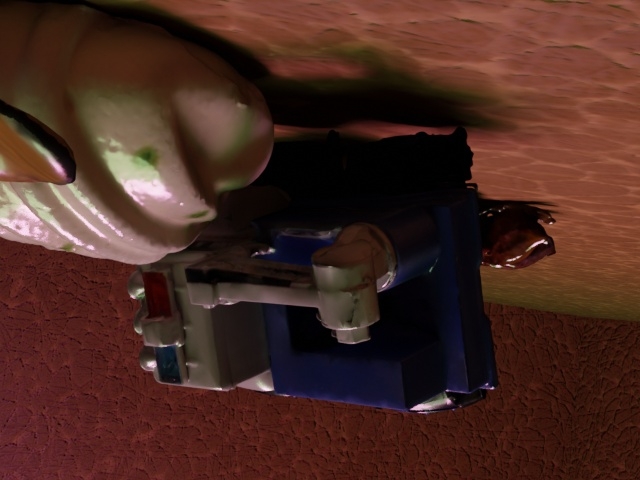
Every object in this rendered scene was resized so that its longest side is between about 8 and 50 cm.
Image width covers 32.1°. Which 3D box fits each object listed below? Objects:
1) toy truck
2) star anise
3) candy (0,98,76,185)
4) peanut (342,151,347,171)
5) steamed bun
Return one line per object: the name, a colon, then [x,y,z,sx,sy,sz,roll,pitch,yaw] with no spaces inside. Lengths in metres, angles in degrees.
toy truck: [-0.010,0.029,0.615,0.213,0.161,0.177,0,-167,39]
star anise: [0.127,-0.005,0.965,0.167,0.057,0.168,7,175,1]
candy: [-0.198,-0.062,0.413,0.271,0.101,0.143,0,144,50]
peanut: [0.000,0.000,0.817,0.129,0.129,0.224,8,176,-10]
steamed bun: [-0.117,-0.044,0.539,0.182,0.106,0.183,7,174,1]
